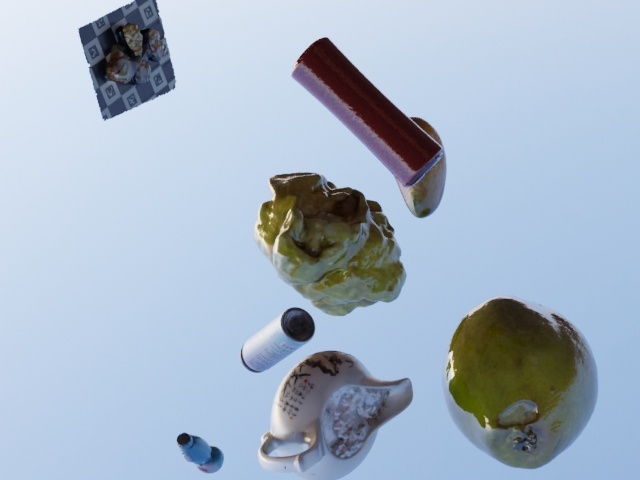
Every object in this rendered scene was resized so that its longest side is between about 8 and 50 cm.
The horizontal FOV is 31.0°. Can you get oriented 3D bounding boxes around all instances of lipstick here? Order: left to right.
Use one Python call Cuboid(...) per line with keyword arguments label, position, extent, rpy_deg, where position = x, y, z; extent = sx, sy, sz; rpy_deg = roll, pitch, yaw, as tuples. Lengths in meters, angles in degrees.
Cuboid(label="lipstick", position=(0.065, -0.180, 1.617), extent=(0.241, 0.080, 0.080), rpy_deg=(45, -140, 3))

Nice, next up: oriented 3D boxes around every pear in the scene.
Cuboid(label="pear", position=(0.329, 0.230, 1.915), extent=(0.269, 0.269, 0.321), rpy_deg=(-5, -140, 2))

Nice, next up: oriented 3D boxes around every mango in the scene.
Cuboid(label="mango", position=(0.164, -0.124, 1.910), extent=(0.089, 0.165, 0.115), rpy_deg=(-16, -172, 30))

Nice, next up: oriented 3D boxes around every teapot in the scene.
Cuboid(label="teapot", position=(0.009, 0.291, 1.831), extent=(0.166, 0.208, 0.300), rpy_deg=(12, -152, 30))

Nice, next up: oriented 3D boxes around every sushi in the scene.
Cuboid(label="sushi", position=(-0.334, -0.335, 2.104), extent=(0.040, 0.192, 0.210), rpy_deg=(6, -151, 35))

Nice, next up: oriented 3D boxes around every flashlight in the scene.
Cuboid(label="flashlight", position=(-0.202, 0.349, 1.918), extent=(0.051, 0.129, 0.051), rpy_deg=(-11, -123, 17))

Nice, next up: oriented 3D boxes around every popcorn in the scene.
Cuboid(label="popcorn", position=(0.001, 0.013, 2.425), extent=(0.292, 0.293, 0.334), rpy_deg=(-9, -163, -21))

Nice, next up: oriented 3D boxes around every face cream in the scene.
Cuboid(label="face cream", position=(-0.092, 0.200, 2.227), extent=(0.075, 0.075, 0.229), rpy_deg=(-28, 173, -37))
